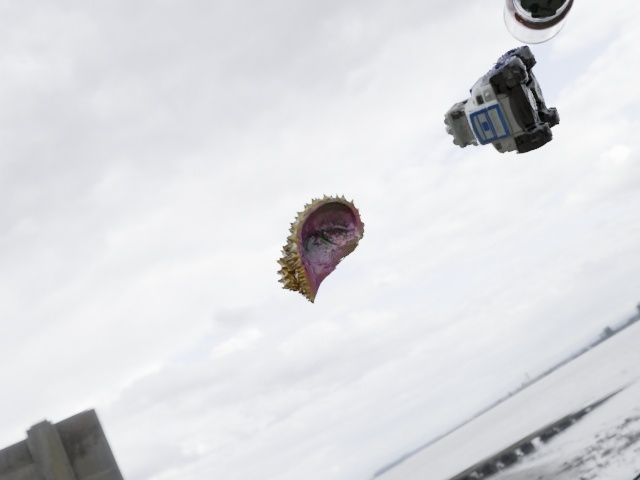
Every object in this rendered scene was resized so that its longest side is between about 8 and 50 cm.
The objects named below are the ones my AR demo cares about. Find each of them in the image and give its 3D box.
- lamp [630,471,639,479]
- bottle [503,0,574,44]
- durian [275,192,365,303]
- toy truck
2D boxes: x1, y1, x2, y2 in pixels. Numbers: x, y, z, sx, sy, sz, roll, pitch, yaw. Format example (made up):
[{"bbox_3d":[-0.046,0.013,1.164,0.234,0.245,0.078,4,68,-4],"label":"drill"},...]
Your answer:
[{"bbox_3d":[0.426,0.149,0.789,0.130,0.108,0.371,-22,-43,-32],"label":"lamp"},{"bbox_3d":[0.455,-0.494,1.407,0.144,0.144,0.336,-37,0,17],"label":"bottle"},{"bbox_3d":[-0.012,-0.009,1.552,0.260,0.153,0.187,-33,-53,-48],"label":"durian"},{"bbox_3d":[0.312,-0.235,1.212,0.177,0.161,0.213,-17,18,34],"label":"toy truck"}]
